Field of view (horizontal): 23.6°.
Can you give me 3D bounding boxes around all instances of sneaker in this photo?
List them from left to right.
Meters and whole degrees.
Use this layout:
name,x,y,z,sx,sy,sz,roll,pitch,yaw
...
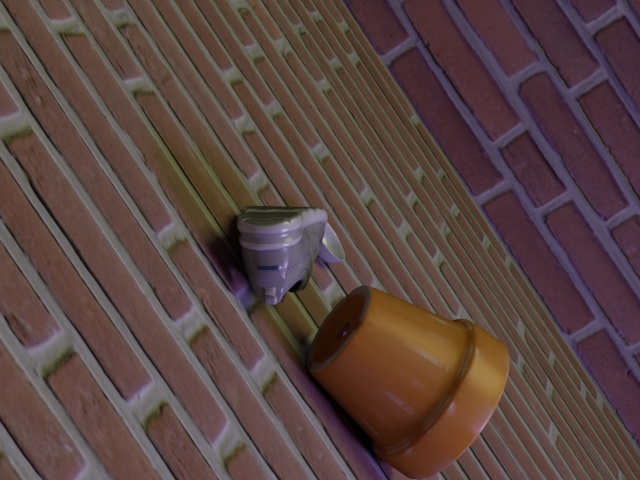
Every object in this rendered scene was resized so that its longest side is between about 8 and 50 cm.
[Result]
name,x,y,z,sx,sy,sz,roll,pitch,yaw
sneaker,-0.056,0.017,1.903,0.281,0.105,0.115,-24,116,-78

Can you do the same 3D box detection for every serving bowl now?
name,x,y,z,sx,sy,sz,roll,pitch,yaw
serving bowl,0.000,0.000,2.169,0.083,0.027,0.083,51,17,-22

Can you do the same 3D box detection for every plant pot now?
name,x,y,z,sx,sy,sz,roll,pitch,yaw
plant pot,0.094,0.157,1.875,0.188,0.205,0.205,36,21,-16
